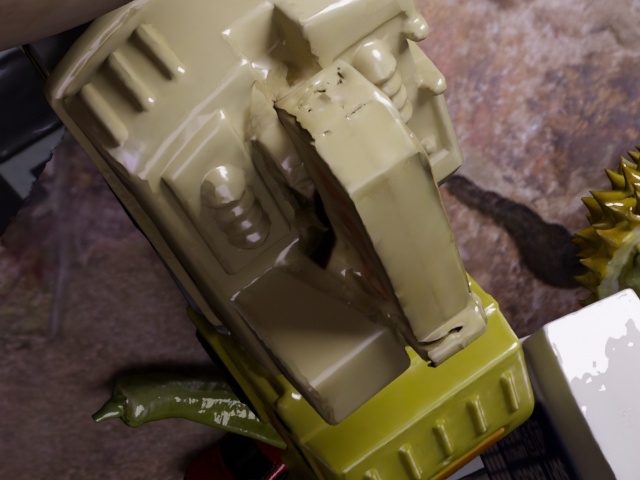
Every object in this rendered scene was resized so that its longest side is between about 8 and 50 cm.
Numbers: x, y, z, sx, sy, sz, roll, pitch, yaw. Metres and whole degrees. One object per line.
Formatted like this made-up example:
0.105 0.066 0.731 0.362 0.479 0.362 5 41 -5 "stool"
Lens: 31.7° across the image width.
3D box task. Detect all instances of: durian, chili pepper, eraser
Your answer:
0.275 -0.002 0.804 0.172 0.166 0.306 -53 144 -15 "durian"
-0.059 0.123 0.814 0.208 0.049 0.043 12 97 -16 "chili pepper"
0.180 0.131 0.831 0.081 0.124 0.279 -21 168 -12 "eraser"

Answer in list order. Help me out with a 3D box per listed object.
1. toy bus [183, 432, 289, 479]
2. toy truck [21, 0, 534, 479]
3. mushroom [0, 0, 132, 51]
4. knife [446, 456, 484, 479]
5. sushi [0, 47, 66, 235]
-0.009 0.173 0.884 0.195 0.081 0.089 -7 121 -24 "toy bus"
0.000 0.000 0.620 0.181 0.254 0.405 -32 139 -8 "toy truck"
-0.170 -0.196 0.361 0.293 0.292 0.290 -15 104 -18 "mushroom"
0.131 0.195 1.011 0.336 0.043 0.081 -22 129 -8 "knife"
-0.298 -0.004 0.579 0.294 0.059 0.292 22 115 -41 "sushi"
